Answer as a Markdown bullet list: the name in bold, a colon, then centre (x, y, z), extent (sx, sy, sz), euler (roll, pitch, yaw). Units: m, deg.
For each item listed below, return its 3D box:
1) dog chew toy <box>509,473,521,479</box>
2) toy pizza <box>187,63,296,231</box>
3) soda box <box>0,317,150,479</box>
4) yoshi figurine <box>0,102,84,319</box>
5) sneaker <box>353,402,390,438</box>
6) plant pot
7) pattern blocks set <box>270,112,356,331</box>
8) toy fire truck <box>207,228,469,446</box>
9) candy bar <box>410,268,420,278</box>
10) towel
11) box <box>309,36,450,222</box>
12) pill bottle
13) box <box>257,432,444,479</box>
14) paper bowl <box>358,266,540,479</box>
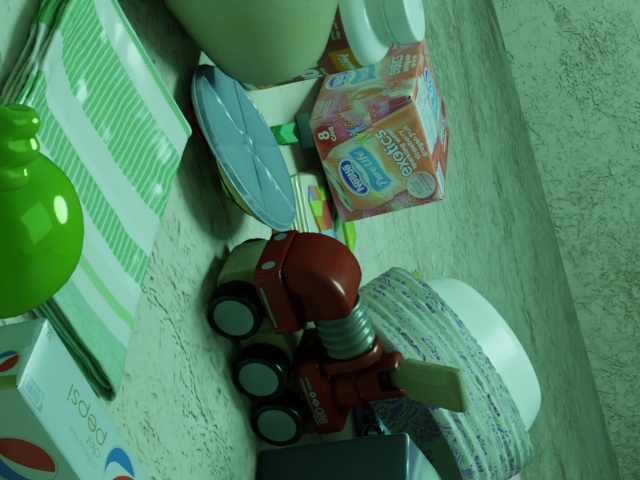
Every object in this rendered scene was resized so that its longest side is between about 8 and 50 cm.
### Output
- **dog chew toy**: centre (0.190, 0.358, 1.793), extent (0.332, 0.207, 0.206), euler (-88, 159, -52)
- **toy pizza**: centre (-0.088, -0.097, 1.418), extent (0.201, 0.032, 0.201), euler (55, 18, -28)
- **soda box**: centre (-0.192, 0.158, 0.957), extent (0.069, 0.074, 0.216), euler (-77, 151, -48)
- **yoshi figurine**: centre (-0.248, -0.081, 0.746), extent (0.203, 0.203, 0.362), euler (-77, 154, -62)
- **sneaker**: centre (0.074, 0.228, 1.716), extent (0.073, 0.063, 0.162), euler (-69, 144, -51)
- **plant pot**: centre (-0.072, -0.298, 1.327), extent (0.274, 0.257, 0.256), euler (77, 15, -50)
- **pattern blocks set**: centre (0.000, 0.000, 1.671), extent (0.285, 0.026, 0.324), euler (-49, 126, -67)
- **toy fire truck**: centre (0.029, 0.103, 1.358), extent (0.158, 0.246, 0.217), euler (-69, 144, -57)
- **candy bar**: centre (0.134, 0.066, 2.038), extent (0.161, 0.018, 0.040), euler (-1, 78, -71)
- **towel**: centre (-0.194, -0.066, 1.125), extent (0.324, 0.038, 0.248), euler (-82, 155, -42)
- **box**: centre (0.086, -0.160, 1.777), extent (0.300, 0.142, 0.154), euler (-75, 150, -64)
- **pill bottle**: centre (0.005, -0.251, 1.517), extent (0.121, 0.216, 0.121), euler (-10, 90, -71)
- **box**: centre (0.061, 0.405, 1.406), extent (0.294, 0.183, 0.296), euler (53, 32, -51)
- **paper bowl**: centre (0.149, 0.158, 1.552), extent (0.284, 0.148, 0.284), euler (54, -13, 18)
